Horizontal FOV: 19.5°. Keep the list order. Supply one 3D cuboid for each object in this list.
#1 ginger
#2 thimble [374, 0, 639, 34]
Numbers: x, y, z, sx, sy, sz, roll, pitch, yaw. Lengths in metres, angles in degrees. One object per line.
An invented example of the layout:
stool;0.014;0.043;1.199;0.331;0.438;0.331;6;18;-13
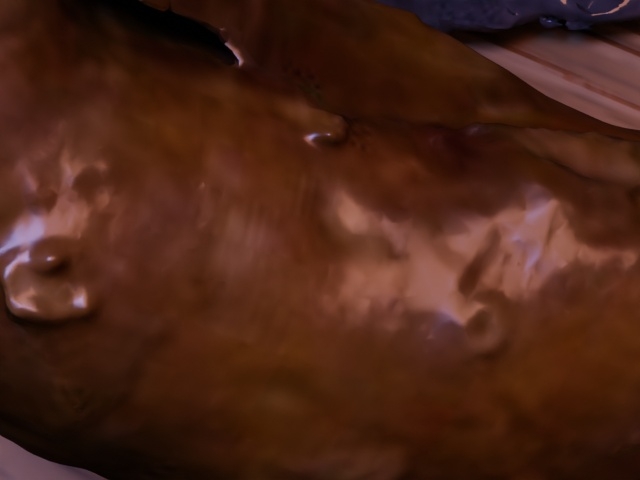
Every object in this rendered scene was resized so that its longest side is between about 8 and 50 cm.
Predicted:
ginger;0.000;0.000;0.529;0.321;0.172;0.165;14;50;-12
thimble;0.064;-0.173;0.593;0.236;0.205;0.172;1;66;-26
